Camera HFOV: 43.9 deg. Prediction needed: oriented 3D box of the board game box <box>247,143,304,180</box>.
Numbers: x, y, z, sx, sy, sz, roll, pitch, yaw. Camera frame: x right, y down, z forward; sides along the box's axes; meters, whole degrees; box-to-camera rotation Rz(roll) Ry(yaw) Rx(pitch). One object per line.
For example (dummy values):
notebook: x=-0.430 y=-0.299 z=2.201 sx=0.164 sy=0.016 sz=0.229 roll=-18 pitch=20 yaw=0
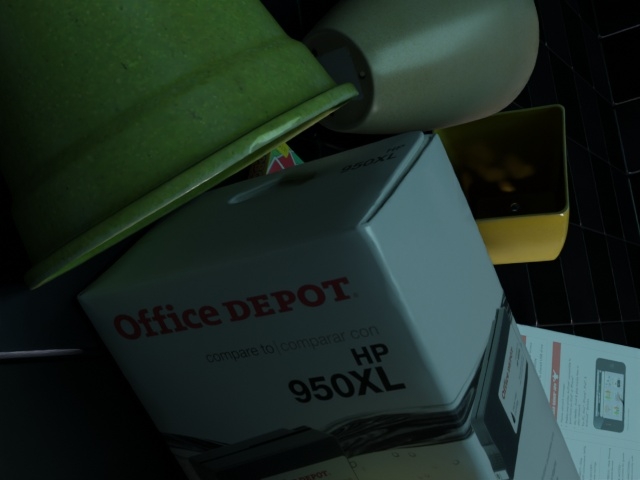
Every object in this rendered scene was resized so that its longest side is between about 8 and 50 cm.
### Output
board game box: x=0.000 y=0.000 z=0.943 sx=0.259 sy=0.039 sz=0.124 roll=46 pitch=44 yaw=-44

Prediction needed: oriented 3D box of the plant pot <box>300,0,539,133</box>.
plant pot: x=0.102 y=-0.243 z=1.030 sx=0.274 sy=0.256 sz=0.257 roll=-30 pitch=104 yaw=-41

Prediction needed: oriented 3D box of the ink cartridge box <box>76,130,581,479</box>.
ink cartridge box: x=0.024 y=0.142 z=0.682 sx=0.395 sy=0.285 sz=0.166 roll=64 pitch=34 yaw=-19

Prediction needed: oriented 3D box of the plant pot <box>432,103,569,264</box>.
plant pot: x=0.305 y=-0.071 z=1.307 sx=0.187 sy=0.212 sz=0.212 roll=56 pitch=35 yaw=-51

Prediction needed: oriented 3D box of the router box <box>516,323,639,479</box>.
router box: x=0.312 y=0.290 z=1.014 sx=0.301 sy=0.082 sz=0.336 roll=13 pitch=74 yaw=-14

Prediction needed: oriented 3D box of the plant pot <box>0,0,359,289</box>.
plant pot: x=-0.152 y=-0.144 z=0.572 sx=0.254 sy=0.276 sz=0.276 roll=60 pitch=34 yaw=-6

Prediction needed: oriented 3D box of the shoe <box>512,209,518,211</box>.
shoe: x=0.407 y=0.006 z=1.560 sx=0.178 sy=0.063 sz=0.081 roll=24 pitch=60 yaw=-46
